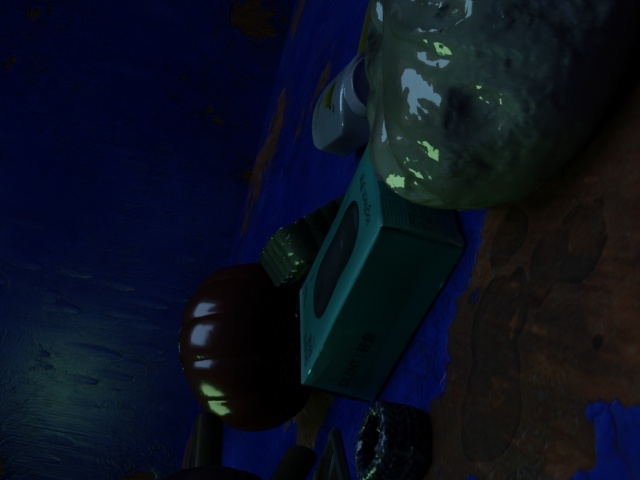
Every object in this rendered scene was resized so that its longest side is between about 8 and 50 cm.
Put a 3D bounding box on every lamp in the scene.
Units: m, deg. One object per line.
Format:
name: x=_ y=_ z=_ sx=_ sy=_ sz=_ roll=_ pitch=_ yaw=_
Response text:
lamp: x=-0.120 y=0.189 z=1.396 sx=0.303 sy=0.257 sz=0.303 roll=-9 pitch=-90 yaw=-68

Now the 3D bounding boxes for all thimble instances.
thimble: x=0.082 y=0.241 z=0.919 sx=0.104 sy=0.066 sz=0.095 roll=126 pitch=153 yaw=-60

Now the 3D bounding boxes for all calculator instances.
calculator: x=0.114 y=-0.440 z=1.614 sx=0.157 sy=0.033 sz=0.236 roll=-123 pitch=47 yaw=-72

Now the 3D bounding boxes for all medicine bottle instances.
medicine bottle: x=0.067 y=-0.254 z=1.435 sx=0.296 sy=0.111 sz=0.161 roll=173 pitch=111 yaw=-75

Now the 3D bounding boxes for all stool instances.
stool: x=-0.138 y=0.418 z=1.204 sx=0.178 sy=0.272 sz=0.272 roll=-71 pitch=2 yaw=-60

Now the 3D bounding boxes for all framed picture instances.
framed picture: x=-0.009 y=0.456 z=1.183 sx=0.209 sy=0.019 sz=0.281 roll=-103 pitch=30 yaw=-65

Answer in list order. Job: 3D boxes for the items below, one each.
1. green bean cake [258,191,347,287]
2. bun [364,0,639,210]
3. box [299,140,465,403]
green bean cake: x=0.000 y=0.000 z=1.286 sx=0.094 sy=0.185 sz=0.183 roll=63 pitch=157 yaw=7
bun: x=0.150 y=-0.205 z=0.785 sx=0.360 sy=0.211 sz=0.359 roll=-167 pitch=90 yaw=-78
box: x=0.070 y=0.046 z=1.074 sx=0.205 sy=0.118 sz=0.311 roll=-89 pitch=19 yaw=-52
